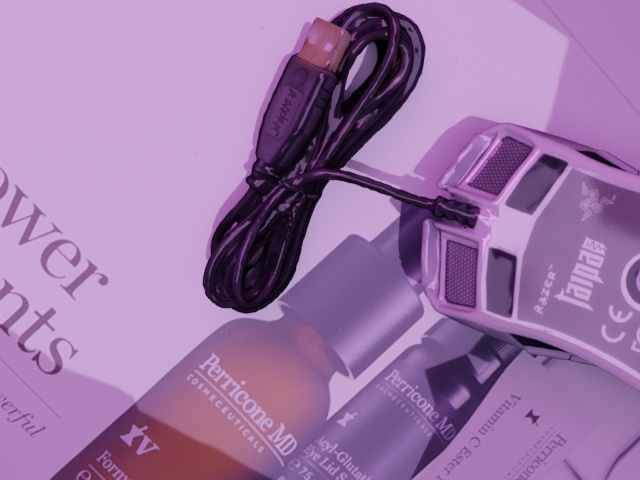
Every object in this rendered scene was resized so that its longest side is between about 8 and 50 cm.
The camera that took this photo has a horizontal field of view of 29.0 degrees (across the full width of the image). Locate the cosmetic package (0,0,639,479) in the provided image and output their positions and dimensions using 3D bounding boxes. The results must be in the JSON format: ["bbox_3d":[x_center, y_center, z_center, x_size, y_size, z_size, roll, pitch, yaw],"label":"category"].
[{"bbox_3d":[0.000,0.000,0.453,0.284,0.097,0.377,-43,100,1],"label":"cosmetic package"}]

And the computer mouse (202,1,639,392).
[{"bbox_3d":[0.068,0.003,0.391,0.193,0.042,0.106,21,91,-2],"label":"computer mouse"}]
